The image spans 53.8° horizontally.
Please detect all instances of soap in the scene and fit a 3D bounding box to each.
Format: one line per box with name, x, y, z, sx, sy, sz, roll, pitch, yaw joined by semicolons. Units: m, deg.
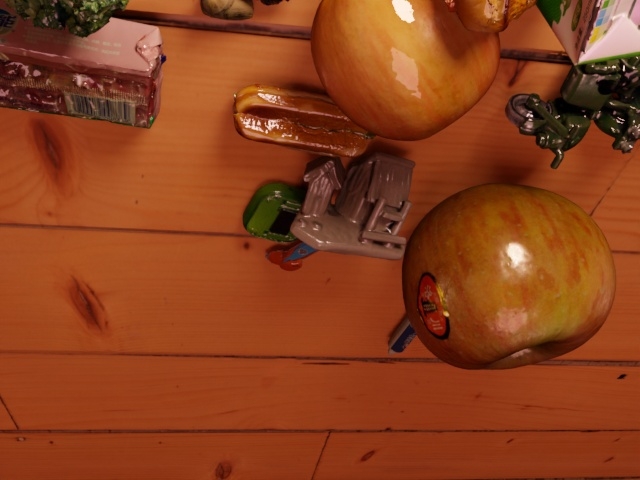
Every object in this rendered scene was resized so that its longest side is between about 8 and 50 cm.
soap;-0.364;-0.246;0.899;0.273;0.098;0.218;7;154;-14

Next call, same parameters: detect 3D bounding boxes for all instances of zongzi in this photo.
zongzi;-0.126;-0.325;0.864;0.076;0.083;0.040;3;102;-13

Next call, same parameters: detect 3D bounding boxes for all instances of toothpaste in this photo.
toothpaste;0.232;0.213;1.593;0.069;0.047;0.268;19;133;-8

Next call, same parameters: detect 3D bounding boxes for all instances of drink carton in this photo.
drink carton;0.320;-0.338;0.735;0.108;0.271;0.161;-5;140;-3

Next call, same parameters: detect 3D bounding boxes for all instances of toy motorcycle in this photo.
toy motorcycle;0.452;-0.229;1.002;0.275;0.127;0.205;-1;144;-9

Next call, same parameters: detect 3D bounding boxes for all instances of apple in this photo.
apple;0.348;0.066;1.216;0.400;0.334;0.400;-10;159;-4
apple;0.106;-0.267;0.856;0.242;0.242;0.241;-25;125;23

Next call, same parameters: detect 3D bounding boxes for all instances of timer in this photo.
timer;-0.079;-0.050;1.230;0.128;0.047;0.140;15;137;-23

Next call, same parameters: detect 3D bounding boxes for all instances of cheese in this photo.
cheese;0.000;0.000;1.311;0.256;0.037;0.106;-28;135;28

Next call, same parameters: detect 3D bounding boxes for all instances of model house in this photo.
model house;0.070;-0.078;1.138;0.229;0.122;0.188;10;116;-19

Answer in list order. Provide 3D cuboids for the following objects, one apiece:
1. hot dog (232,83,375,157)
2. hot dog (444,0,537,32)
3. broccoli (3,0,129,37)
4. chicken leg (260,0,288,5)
hot dog;-0.022;-0.197;1.040;0.250;0.076;0.104;4;121;-16
hot dog;0.179;-0.399;0.668;0.117;0.158;0.349;11;123;31
broccoli;-0.339;-0.334;0.679;0.270;0.270;0.270;34;149;24
chicken leg;-0.142;-0.381;0.816;0.253;0.051;0.106;15;142;-19
